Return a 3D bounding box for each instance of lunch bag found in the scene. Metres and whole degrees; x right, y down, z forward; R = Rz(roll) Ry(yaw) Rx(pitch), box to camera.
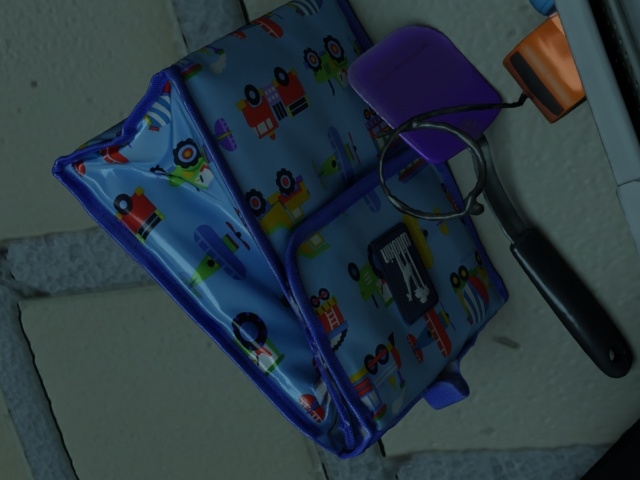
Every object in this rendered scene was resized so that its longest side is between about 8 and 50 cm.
[{"bbox_3d":[0.000,0.000,0.997,0.138,0.221,0.293,-34,94,37],"label":"lunch bag"}]

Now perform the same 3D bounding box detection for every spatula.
[{"bbox_3d":[0.133,-0.022,1.019,0.296,0.084,0.030,54,155,-11],"label":"spatula"}]

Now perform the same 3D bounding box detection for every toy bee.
[{"bbox_3d":[0.171,-0.140,0.903,0.298,0.162,0.195,-17,91,11],"label":"toy bee"}]

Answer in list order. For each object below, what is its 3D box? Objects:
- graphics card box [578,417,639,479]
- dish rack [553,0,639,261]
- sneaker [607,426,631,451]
[{"bbox_3d":[0.302,0.128,0.835,0.232,0.094,0.371,24,116,-35],"label":"graphics card box"},{"bbox_3d":[0.267,-0.120,0.715,0.285,0.072,0.333,-19,61,11],"label":"dish rack"},{"bbox_3d":[0.207,0.231,1.041,0.127,0.126,0.321,15,123,21],"label":"sneaker"}]
